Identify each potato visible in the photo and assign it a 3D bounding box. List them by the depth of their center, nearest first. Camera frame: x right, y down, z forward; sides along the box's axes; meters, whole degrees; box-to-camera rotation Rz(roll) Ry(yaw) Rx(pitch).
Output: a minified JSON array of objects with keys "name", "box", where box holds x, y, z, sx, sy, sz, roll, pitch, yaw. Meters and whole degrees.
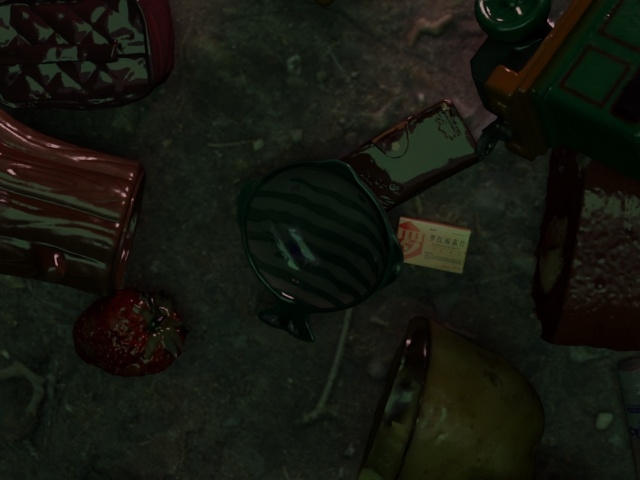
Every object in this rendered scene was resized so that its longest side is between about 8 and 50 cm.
[{"name":"potato","box":[0.169,0.244,1.448,0.242,0.242,0.286,15,100,2]}]

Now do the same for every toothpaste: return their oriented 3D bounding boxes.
[{"name":"toothpaste","box":[0.423,0.246,1.506,0.067,0.043,0.195,-17,106,7]}]

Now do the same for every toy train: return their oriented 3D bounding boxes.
[{"name":"toy train","box":[0.326,-0.240,1.253,0.249,0.178,0.429,34,83,27]}]

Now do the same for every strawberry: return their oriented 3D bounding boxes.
[{"name":"strawberry","box":[-0.251,0.125,1.498,0.148,0.131,0.131,-35,97,10]}]

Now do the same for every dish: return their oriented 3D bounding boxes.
[{"name":"dish","box":[0.000,0.000,1.459,0.224,0.078,0.246,24,116,10]}]

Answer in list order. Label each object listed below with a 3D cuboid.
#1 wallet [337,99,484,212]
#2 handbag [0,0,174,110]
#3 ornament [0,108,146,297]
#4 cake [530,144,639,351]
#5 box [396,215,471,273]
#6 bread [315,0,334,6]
[{"name":"wallet","box":[0.107,-0.098,1.461,0.176,0.026,0.095,-28,100,12]},{"name":"handbag","box":[-0.291,-0.238,1.413,0.225,0.135,0.147,-1,107,4]},{"name":"ornament","box":[-0.337,-0.037,1.424,0.217,0.221,0.235,14,125,-5]},{"name":"cake","box":[0.339,0.000,1.384,0.150,0.177,0.283,9,105,4]},{"name":"box","box":[0.141,0.005,1.487,0.093,0.015,0.058,11,102,3]},{"name":"bread","box":[0.035,-0.395,1.315,0.142,0.195,0.270,38,107,-14]}]
